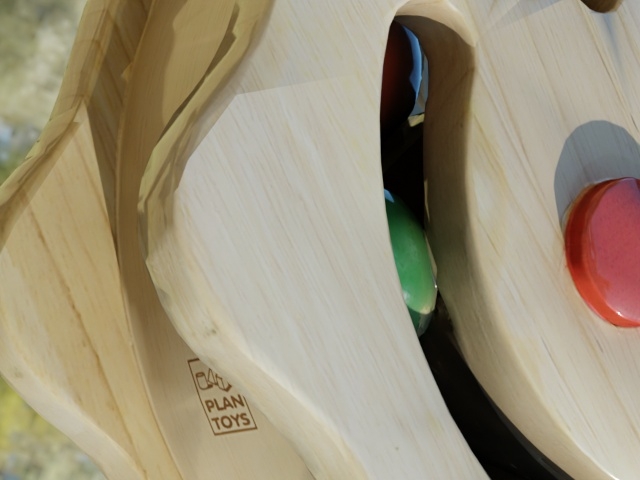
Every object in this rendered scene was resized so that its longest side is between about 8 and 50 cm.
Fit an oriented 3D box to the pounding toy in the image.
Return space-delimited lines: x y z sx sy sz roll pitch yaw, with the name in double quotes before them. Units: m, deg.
"pounding toy" 0.000 0.000 0.416 0.155 0.269 0.154 -16 -155 52
